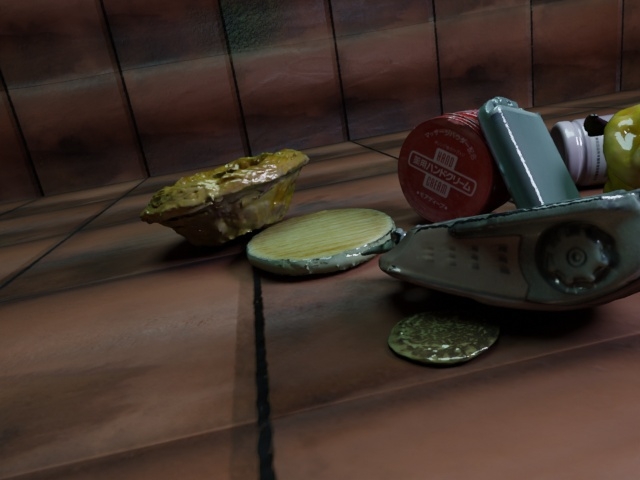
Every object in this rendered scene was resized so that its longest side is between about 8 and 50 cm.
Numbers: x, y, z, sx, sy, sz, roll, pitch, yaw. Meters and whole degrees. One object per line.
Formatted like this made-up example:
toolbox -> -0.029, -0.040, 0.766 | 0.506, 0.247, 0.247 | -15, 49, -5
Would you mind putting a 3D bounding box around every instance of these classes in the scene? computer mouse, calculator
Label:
computer mouse -> 0.202, 0.021, 0.516 | 0.388, 0.115, 0.199 | -11, -3, 38
calculator -> 0.319, -0.111, 0.703 | 0.141, 0.246, 0.045 | -4, -22, -37

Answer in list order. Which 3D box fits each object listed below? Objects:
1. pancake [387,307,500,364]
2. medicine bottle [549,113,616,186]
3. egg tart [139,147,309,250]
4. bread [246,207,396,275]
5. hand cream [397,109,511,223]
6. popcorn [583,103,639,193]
pancake -> 0.125, 0.094, 0.482 | 0.114, 0.011, 0.115 | -9, 18, 3
medicine bottle -> 0.580, -0.177, 0.889 | 0.249, 0.134, 0.133 | -7, 18, 12
egg tart -> -0.176, -0.077, 0.922 | 0.351, 0.150, 0.352 | -19, 13, 5
bread -> 0.000, 0.000, 0.796 | 0.266, 0.041, 0.267 | -9, 18, 3
hand cream -> 0.244, -0.128, 0.817 | 0.193, 0.193, 0.125 | 8, 22, 44
popcorn -> 0.536, -0.134, 0.618 | 0.297, 0.281, 0.316 | -19, -20, -12
